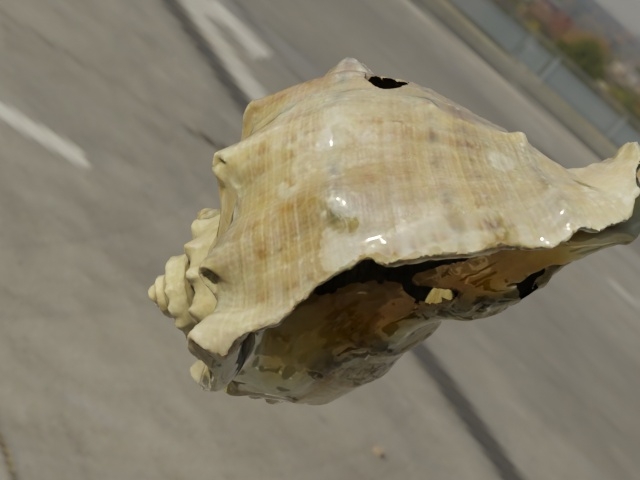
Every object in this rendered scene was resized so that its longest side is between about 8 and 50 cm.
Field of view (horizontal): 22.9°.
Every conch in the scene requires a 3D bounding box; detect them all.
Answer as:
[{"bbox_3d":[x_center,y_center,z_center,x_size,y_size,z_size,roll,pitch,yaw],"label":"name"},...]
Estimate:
[{"bbox_3d":[0.023,-0.011,0.921,0.186,0.324,0.263,59,24,-1],"label":"conch"}]
